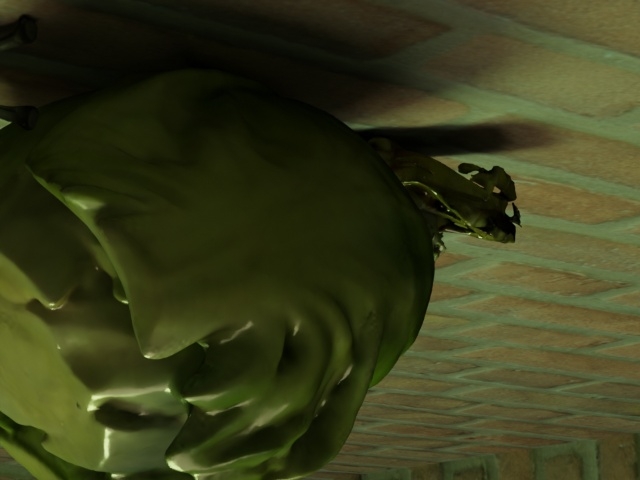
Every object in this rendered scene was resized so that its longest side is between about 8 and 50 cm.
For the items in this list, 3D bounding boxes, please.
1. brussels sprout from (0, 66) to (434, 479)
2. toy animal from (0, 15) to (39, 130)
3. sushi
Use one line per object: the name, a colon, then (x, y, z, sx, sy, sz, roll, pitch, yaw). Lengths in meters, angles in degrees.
brussels sprout: (-0.104, 0.023, 1.555, 0.361, 0.342, 0.425, -35, -162, -33)
toy animal: (-0.311, -0.139, 1.376, 0.170, 0.090, 0.255, -5, 165, 35)
sushi: (0.033, -0.028, 1.771, 0.291, 0.131, 0.139, 4, 170, 16)
